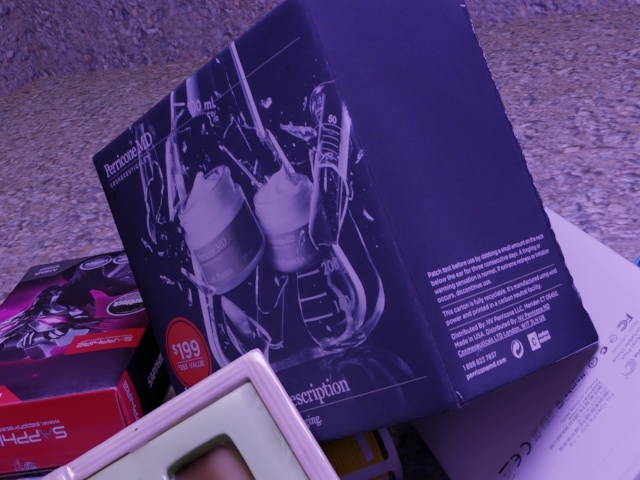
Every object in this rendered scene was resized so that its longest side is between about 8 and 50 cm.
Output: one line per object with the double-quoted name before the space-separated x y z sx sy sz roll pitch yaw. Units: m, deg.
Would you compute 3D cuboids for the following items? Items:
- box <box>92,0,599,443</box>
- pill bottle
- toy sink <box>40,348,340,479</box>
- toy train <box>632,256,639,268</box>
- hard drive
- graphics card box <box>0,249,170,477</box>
"box" 0.000 0.000 0.882 0.179 0.312 0.343 -15 -8 -41
"pill bottle" 0.007 0.201 0.903 0.116 0.065 0.065 -18 23 -12
"toy sink" -0.095 0.209 0.718 0.234 0.131 0.152 -31 66 -5
"toy train" 0.296 0.088 0.943 0.080 0.105 0.184 6 30 34
"hard drive" 0.185 0.111 0.873 0.233 0.047 0.353 -53 24 7
"graphics card box" -0.281 0.127 1.217 0.233 0.094 0.371 -10 22 11
